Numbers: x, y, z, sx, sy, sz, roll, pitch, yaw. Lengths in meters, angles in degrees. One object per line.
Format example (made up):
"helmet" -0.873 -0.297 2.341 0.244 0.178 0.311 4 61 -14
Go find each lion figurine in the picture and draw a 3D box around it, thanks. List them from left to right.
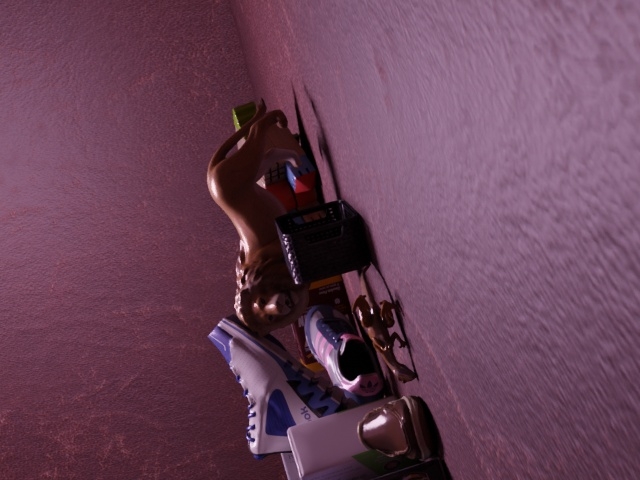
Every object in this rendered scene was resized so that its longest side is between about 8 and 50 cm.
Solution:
"lion figurine" -0.107 -0.043 1.656 0.392 0.240 0.142 61 172 9

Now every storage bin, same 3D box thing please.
"storage bin" 0.000 0.000 1.485 0.180 0.122 0.084 -127 21 -78

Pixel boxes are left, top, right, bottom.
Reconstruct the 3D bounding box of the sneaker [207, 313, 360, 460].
"sneaker" -0.096 0.285 1.649 0.315 0.182 0.127 38 -177 7

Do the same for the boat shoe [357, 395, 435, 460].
"boat shoe" 0.105 0.287 1.369 0.257 0.095 0.095 97 157 -78

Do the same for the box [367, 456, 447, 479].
"box" 0.036 0.408 1.372 0.293 0.295 0.073 85 166 -71

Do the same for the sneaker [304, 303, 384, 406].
"sneaker" 0.053 0.209 1.806 0.319 0.112 0.131 -119 28 -47

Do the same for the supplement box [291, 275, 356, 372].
"supplement box" 0.000 0.178 2.064 0.191 0.129 0.194 172 82 -85

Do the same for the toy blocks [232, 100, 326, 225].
"toy blocks" -0.077 -0.083 1.981 0.261 0.191 0.381 57 161 33

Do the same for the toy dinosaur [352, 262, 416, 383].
"toy dinosaur" 0.075 0.106 1.320 0.112 0.064 0.211 80 173 -62

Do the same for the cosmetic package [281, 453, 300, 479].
"cosmetic package" 0.049 0.468 1.859 0.138 0.224 0.224 -133 27 -81

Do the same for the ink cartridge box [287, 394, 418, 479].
"ink cartridge box" 0.070 0.422 1.607 0.115 0.198 0.273 -114 8 -51
